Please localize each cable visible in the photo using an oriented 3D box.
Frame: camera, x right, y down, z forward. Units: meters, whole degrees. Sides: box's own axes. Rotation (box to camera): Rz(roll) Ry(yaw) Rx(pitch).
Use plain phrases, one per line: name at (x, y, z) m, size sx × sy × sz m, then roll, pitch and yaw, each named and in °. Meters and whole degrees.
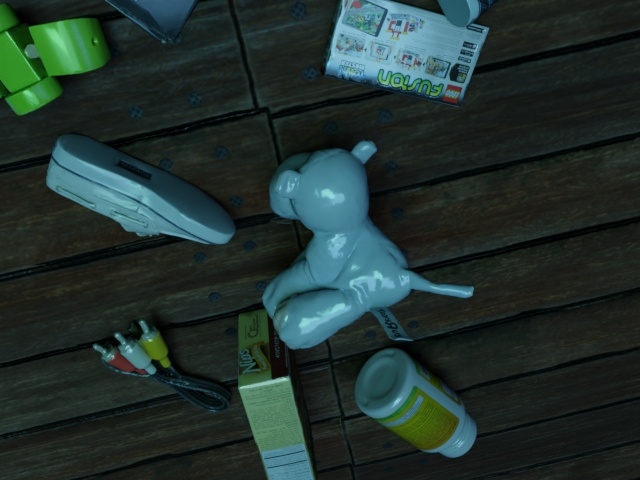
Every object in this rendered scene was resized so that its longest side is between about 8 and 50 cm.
cable at (-0.283, 0.248, 0.915) m, size 0.139 × 0.072 × 0.287 m, roll -25°, pitch 121°, yaw 13°

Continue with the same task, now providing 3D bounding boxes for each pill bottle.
pill bottle at (0.193, 0.325, 0.995) m, size 0.136 × 0.136 × 0.245 m, roll -42°, pitch 117°, yaw 15°

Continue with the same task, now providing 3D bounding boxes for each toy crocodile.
toy crocodile at (-0.426, -0.196, 0.628) m, size 0.340 × 0.105 × 0.115 m, roll -21°, pitch 121°, yaw 9°

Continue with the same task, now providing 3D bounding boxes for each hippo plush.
hippo plush at (0.000, 0.000, 0.712) m, size 0.234 × 0.294 × 0.237 m, roll -32°, pitch 114°, yaw -15°

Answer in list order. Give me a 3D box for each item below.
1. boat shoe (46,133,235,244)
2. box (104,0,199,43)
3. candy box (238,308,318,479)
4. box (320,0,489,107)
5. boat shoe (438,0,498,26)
boat shoe at (-0.256, -0.051, 0.734) m, size 0.267 × 0.096 × 0.088 m, roll 25°, pitch 117°, yaw -20°
box at (-0.059, -0.348, 0.416) m, size 0.097 × 0.395 × 0.318 m, roll 33°, pitch 111°, yaw -25°
candy box at (-0.073, 0.298, 0.911) m, size 0.087 × 0.183 × 0.316 m, roll -11°, pitch 121°, yaw -1°
box at (0.113, -0.262, 0.701) m, size 0.207 × 0.036 × 0.114 m, roll 9°, pitch 118°, yaw -14°
boat shoe at (0.166, -0.368, 0.639) m, size 0.083 × 0.065 × 0.183 m, roll -38°, pitch 109°, yaw -17°
